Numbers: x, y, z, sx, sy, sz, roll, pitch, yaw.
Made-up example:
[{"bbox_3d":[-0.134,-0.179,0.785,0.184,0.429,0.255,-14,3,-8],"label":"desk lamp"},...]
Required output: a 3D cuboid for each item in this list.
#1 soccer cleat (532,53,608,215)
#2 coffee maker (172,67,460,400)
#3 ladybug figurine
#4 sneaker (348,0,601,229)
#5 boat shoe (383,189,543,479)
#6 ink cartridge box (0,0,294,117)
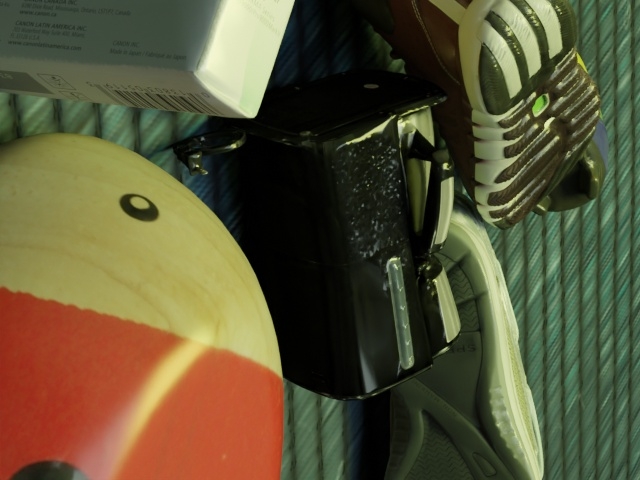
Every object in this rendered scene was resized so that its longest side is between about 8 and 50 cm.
[{"bbox_3d":[0.135,-0.148,1.286,0.121,0.093,0.289,-86,156,-51],"label":"soccer cleat"},{"bbox_3d":[0.000,0.000,1.102,0.171,0.120,0.178,-11,112,-12],"label":"coffee maker"},{"bbox_3d":[-0.138,0.169,0.888,0.305,0.162,0.449,24,79,-55],"label":"ladybug figurine"},{"bbox_3d":[0.093,-0.124,1.177,0.106,0.162,0.281,-43,157,-11],"label":"sneaker"},{"bbox_3d":[0.100,0.125,1.263,0.103,0.118,0.320,-48,130,-63],"label":"boat shoe"},{"bbox_3d":[-0.082,-0.175,0.864,0.056,0.181,0.224,39,65,-52],"label":"ink cartridge box"}]
